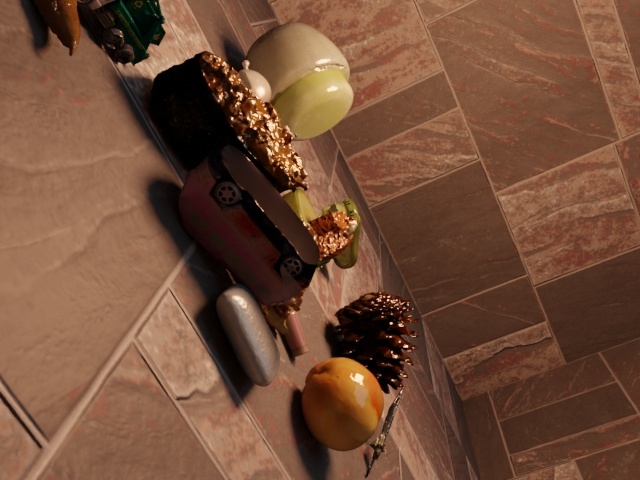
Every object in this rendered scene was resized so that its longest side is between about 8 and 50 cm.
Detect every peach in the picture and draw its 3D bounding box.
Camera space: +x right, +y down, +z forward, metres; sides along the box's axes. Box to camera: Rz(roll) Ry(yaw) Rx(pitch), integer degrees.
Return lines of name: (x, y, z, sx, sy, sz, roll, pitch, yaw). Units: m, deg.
peach: (0.043, 0.332, 1.278, 0.184, 0.184, 0.184, 60, 14, -26)

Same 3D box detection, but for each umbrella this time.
umbrella: (0.164, 0.483, 1.586, 0.044, 0.044, 0.269, 89, 26, -46)

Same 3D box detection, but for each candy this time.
candy: (-0.127, 0.163, 1.092, 0.138, 0.071, 0.174, -82, 147, -86)

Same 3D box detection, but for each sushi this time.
sushi: (-0.185, -0.232, 1.278, 0.348, 0.208, 0.234, 53, 25, -38)

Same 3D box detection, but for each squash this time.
squash: (-0.036, -0.035, 1.874, 0.252, 0.049, 0.252, 61, 13, -25)

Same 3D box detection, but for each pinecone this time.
pinecone: (0.155, 0.284, 1.712, 0.246, 0.246, 0.292, 5, 84, -76)

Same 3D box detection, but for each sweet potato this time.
sweet potato: (-0.402, -0.359, 0.945, 0.068, 0.060, 0.205, -10, 65, -39)

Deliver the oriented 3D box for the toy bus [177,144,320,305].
toy bus: (-0.132, -0.022, 1.151, 0.302, 0.147, 0.127, 48, 19, -16)

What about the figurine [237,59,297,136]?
figurine: (-0.174, -0.366, 1.700, 0.256, 0.145, 0.182, 62, 16, -8)

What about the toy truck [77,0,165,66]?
toy truck: (-0.345, -0.417, 1.084, 0.216, 0.116, 0.110, 67, 4, -64)

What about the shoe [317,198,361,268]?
shoe: (0.054, -0.027, 1.869, 0.262, 0.128, 0.140, 102, -11, -52)

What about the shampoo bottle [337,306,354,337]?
shampoo bottle: (0.129, 0.309, 1.868, 0.085, 0.085, 0.244, 4, 65, -76)

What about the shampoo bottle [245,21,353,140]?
shampoo bottle: (-0.071, -0.500, 1.939, 0.317, 0.322, 0.322, 63, 12, 14)

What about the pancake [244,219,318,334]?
pancake: (-0.107, 0.045, 1.294, 0.212, 0.056, 0.257, 28, 69, -35)

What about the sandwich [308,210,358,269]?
sandwich: (-0.011, 0.007, 1.600, 0.109, 0.212, 0.292, 53, 25, 6)

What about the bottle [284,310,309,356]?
bottle: (-0.059, 0.205, 1.363, 0.045, 0.045, 0.096, -10, 78, -77)
